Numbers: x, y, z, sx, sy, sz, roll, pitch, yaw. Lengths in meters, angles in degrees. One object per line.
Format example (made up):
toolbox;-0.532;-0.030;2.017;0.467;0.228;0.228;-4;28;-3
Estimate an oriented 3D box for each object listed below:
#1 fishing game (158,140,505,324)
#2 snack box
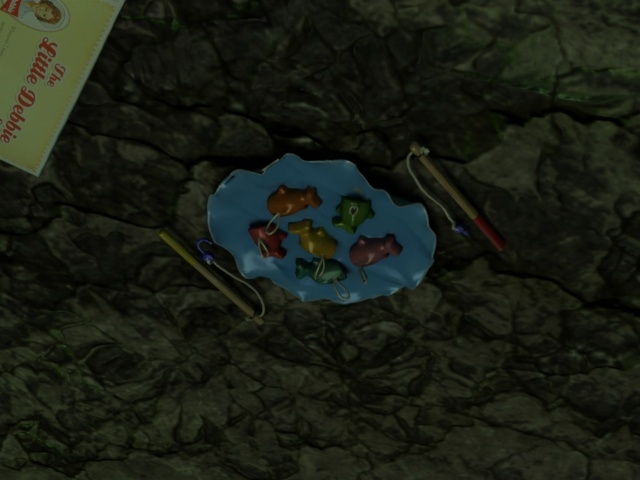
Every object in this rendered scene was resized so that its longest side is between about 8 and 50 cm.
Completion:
fishing game;0.000;0.000;1.430;0.264;0.041;0.189;-15;136;31
snack box;-0.229;-0.187;1.255;0.187;0.060;0.322;25;140;-10
